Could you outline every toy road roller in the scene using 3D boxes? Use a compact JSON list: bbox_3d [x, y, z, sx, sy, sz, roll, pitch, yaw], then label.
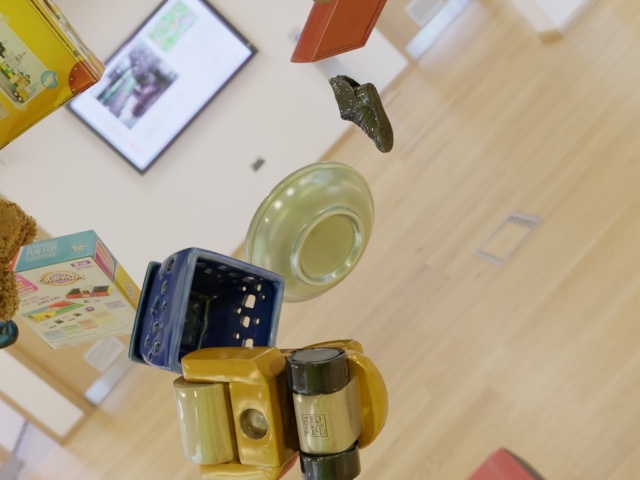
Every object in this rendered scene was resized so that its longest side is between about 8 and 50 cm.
[{"bbox_3d":[-0.050,0.263,1.385,0.330,0.202,0.241,-4,8,23],"label":"toy road roller"}]

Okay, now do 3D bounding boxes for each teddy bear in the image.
[{"bbox_3d":[-0.635,0.076,1.484,0.113,0.245,0.337,18,99,55],"label":"teddy bear"}]

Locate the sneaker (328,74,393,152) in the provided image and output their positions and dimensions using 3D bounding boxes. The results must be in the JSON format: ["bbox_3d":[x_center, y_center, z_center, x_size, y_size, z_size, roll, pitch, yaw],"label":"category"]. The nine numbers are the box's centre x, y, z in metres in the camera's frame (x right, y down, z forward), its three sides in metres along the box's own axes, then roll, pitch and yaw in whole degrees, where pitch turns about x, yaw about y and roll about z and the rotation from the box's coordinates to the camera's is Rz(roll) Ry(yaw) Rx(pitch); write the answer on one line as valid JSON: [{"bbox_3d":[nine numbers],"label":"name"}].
[{"bbox_3d":[0.079,-0.247,1.658,0.089,0.170,0.051,-8,19,39],"label":"sneaker"}]

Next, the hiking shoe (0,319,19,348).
[{"bbox_3d":[-0.820,0.183,1.932,0.132,0.304,0.113,-5,65,46],"label":"hiking shoe"}]

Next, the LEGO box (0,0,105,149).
[{"bbox_3d":[-0.809,-0.482,1.959,0.373,0.500,0.193,-34,24,5],"label":"LEGO box"}]

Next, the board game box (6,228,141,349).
[{"bbox_3d":[-0.519,0.111,1.770,0.242,0.316,0.064,-12,55,6],"label":"board game box"}]

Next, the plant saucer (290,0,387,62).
[{"bbox_3d":[0.067,-0.549,2.085,0.259,0.047,0.258,-26,-24,-40],"label":"plant saucer"}]

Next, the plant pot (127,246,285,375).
[{"bbox_3d":[-0.233,0.155,1.649,0.212,0.236,0.235,-5,71,48],"label":"plant pot"}]

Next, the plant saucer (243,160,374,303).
[{"bbox_3d":[0.000,0.000,2.139,0.400,0.400,0.100,-49,46,-6],"label":"plant saucer"}]

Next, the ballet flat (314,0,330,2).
[{"bbox_3d":[-0.084,-0.673,1.869,0.116,0.342,0.124,-32,2,17],"label":"ballet flat"}]
